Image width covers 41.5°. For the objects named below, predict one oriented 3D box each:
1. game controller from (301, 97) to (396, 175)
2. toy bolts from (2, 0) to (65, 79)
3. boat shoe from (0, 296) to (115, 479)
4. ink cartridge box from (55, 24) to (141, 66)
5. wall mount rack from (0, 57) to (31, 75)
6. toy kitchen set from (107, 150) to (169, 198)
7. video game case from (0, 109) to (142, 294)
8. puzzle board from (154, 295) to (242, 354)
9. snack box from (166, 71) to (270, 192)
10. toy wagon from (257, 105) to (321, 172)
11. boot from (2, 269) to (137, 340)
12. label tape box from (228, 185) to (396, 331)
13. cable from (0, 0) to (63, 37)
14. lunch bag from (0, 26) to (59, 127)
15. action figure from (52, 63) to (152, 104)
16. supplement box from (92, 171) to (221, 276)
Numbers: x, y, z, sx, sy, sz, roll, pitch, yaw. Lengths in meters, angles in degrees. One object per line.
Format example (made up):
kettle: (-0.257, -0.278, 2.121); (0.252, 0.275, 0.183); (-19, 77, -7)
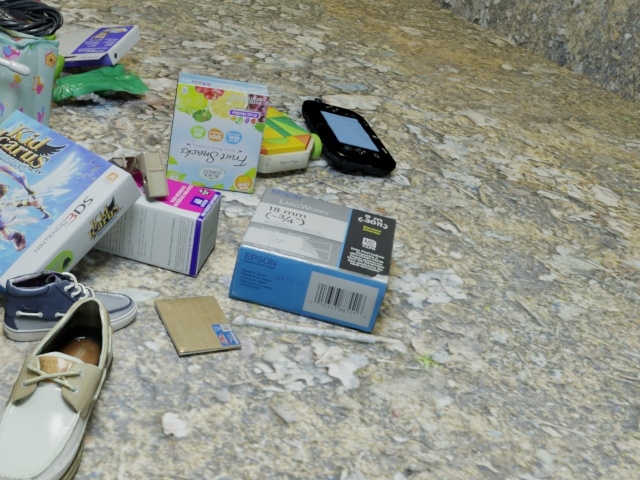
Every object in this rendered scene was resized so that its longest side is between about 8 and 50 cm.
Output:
game controller: (0.061, -0.242, 1.949); (0.166, 0.067, 0.319); (3, 31, -19)
toy bolts: (-0.665, -0.403, 1.756); (0.158, 0.228, 0.218); (13, 57, 8)
boat shoe: (-0.320, 0.179, 1.007); (0.113, 0.103, 0.302); (10, 29, -5)
ink cartridge box: (-0.561, -0.449, 2.004); (0.206, 0.045, 0.208); (2, 34, 19)
wall mount rack: (-0.698, -0.266, 1.469); (0.304, 0.350, 0.130); (24, 4, 13)
toy kitchen set: (-0.297, -0.098, 1.353); (0.068, 0.075, 0.083); (-7, -5, -37)
video game case: (-0.453, -0.056, 1.287); (0.269, 0.061, 0.244); (28, 65, 25)
puzzle board: (-0.183, 0.125, 1.256); (0.096, 0.011, 0.128); (-3, 33, -29)
snack box: (-0.200, -0.205, 1.627); (0.175, 0.207, 0.070); (6, 30, -11)
toy wagon: (-0.173, -0.243, 1.850); (0.267, 0.068, 0.344); (-11, 37, -37)
boot: (-0.344, 0.084, 1.183); (0.190, 0.086, 0.069); (-9, 36, -34)
label tape box: (0.000, 0.000, 1.456); (0.241, 0.106, 0.333); (14, 29, 1)
cable: (-0.572, -0.427, 1.578); (0.184, 0.047, 0.150); (29, 23, 22)
lunch bag: (-0.652, -0.315, 1.616); (0.262, 0.223, 0.160); (22, 23, 16)
action figure: (-0.509, -0.343, 1.891); (0.137, 0.063, 0.232); (30, 29, 24)
supplement box: (-0.288, -0.038, 1.397); (0.220, 0.114, 0.111); (14, 30, 4)
